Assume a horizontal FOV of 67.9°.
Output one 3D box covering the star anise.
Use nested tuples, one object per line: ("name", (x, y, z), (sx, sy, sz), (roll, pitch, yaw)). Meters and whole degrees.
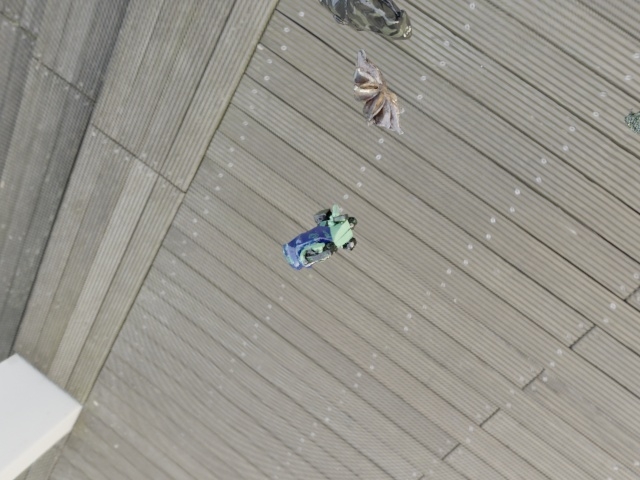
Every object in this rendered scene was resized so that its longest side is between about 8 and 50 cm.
("star anise", (0.123, -0.323, 1.060), (0.065, 0.195, 0.183), (-23, 64, 38))

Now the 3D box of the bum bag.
("bum bag", (0.072, -0.516, 1.042), (0.143, 0.340, 0.095), (17, 116, -37))

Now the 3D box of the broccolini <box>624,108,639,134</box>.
("broccolini", (0.698, -0.298, 0.929), (0.058, 0.067, 0.216), (32, 105, -37))

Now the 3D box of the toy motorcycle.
("toy motorcycle", (0.000, 0.000, 1.469), (0.196, 0.331, 0.125), (-13, 107, 25))
